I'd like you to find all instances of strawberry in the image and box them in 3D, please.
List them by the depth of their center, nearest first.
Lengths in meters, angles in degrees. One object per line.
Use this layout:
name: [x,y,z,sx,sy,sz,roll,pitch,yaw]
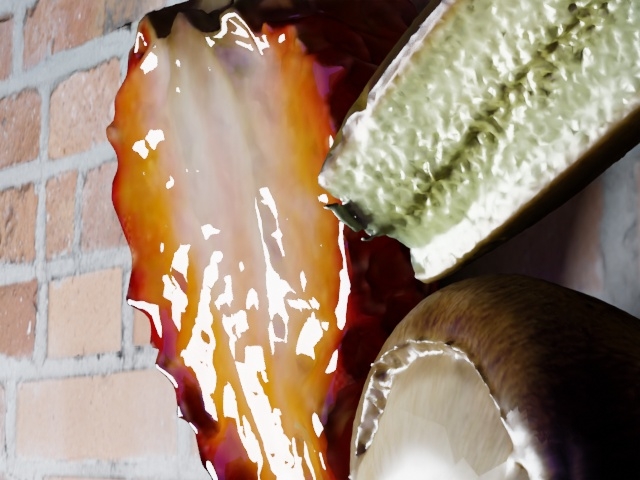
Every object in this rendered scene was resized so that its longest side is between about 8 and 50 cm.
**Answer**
strawberry: [0.000,0.000,1.165,0.265,0.149,0.336,-15,83,52]

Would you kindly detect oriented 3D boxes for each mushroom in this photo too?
mushroom: [0.103,0.162,0.931,0.278,0.163,0.297,-38,53,42]

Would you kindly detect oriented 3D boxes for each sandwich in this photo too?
sandwich: [0.106,-0.086,0.958,0.122,0.128,0.235,51,136,6]
